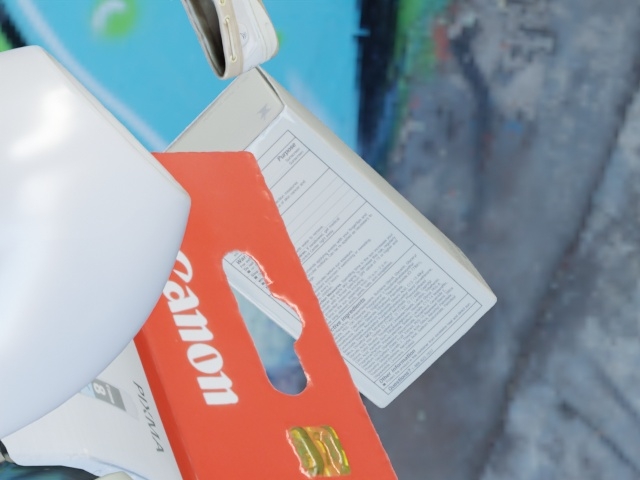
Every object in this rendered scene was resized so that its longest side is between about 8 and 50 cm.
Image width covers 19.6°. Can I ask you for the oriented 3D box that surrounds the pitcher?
[{"bbox_3d":[-0.148,0.029,0.662,0.207,0.125,0.178,-45,4,-1],"label":"pitcher"}]

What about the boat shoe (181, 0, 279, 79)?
[{"bbox_3d":[-0.092,-0.200,1.419,0.063,0.059,0.170,6,130,58],"label":"boat shoe"}]

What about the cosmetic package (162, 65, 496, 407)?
[{"bbox_3d":[0.000,0.000,1.702,0.160,0.309,0.113,-43,31,7],"label":"cosmetic package"}]

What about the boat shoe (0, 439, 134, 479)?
[{"bbox_3d":[-0.265,0.122,0.314,0.187,0.500,0.156,99,150,-78],"label":"boat shoe"}]

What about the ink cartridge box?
[{"bbox_3d":[-0.143,0.021,1.065,0.091,0.385,0.308,-58,43,39],"label":"ink cartridge box"}]
